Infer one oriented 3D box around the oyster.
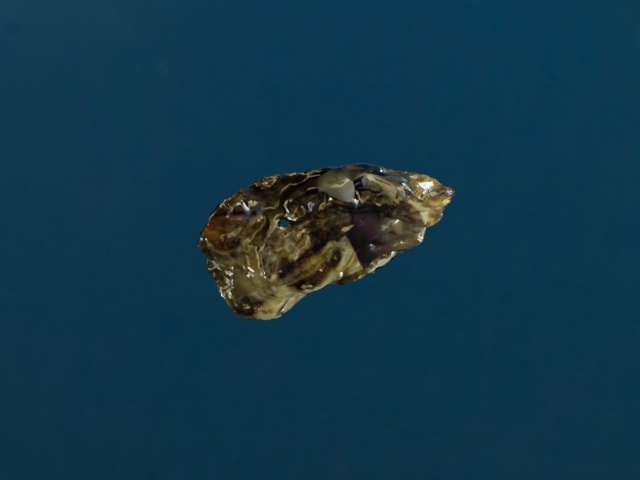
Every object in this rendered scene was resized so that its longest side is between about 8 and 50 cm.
[{"bbox_3d":[0.003,-0.001,0.596,0.083,0.054,0.019,-21,-136,6],"label":"oyster"}]
